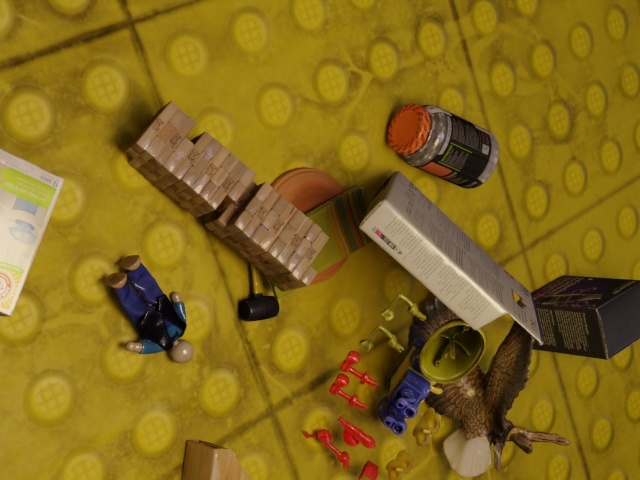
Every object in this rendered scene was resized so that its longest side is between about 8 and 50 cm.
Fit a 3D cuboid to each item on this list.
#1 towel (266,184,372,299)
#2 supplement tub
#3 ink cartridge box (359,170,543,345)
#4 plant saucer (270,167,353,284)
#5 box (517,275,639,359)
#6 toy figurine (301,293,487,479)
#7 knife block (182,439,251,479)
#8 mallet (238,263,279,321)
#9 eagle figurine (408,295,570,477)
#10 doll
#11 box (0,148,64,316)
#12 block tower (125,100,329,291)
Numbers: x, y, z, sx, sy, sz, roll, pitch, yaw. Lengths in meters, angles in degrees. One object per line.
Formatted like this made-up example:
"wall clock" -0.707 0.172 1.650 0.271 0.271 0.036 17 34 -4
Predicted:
"towel" 0.000 0.000 1.795 0.237 0.021 0.102 -32 108 -32
"supplement tub" 0.220 -0.173 1.950 0.190 0.117 0.117 20 78 -37
"ink cartridge box" 0.215 0.036 1.779 0.330 0.324 0.071 44 103 -2
"plant saucer" -0.015 -0.023 1.820 0.200 0.037 0.199 0 90 -38
"box" 0.519 0.147 2.125 0.153 0.207 0.108 -25 105 -35
"toy figurine" 0.144 0.212 1.849 0.191 0.362 0.217 30 27 3
"knife block" -0.180 0.481 1.665 0.242 0.088 0.275 -44 116 -29
"mallet" -0.099 0.037 1.760 0.062 0.039 0.189 3 84 -38
"eagle figurine" 0.297 0.255 1.962 0.226 0.225 0.298 -20 124 5
"doll" -0.253 0.116 1.633 0.129 0.046 0.189 -55 127 -34
"box" -0.444 -0.011 1.448 0.114 0.103 0.203 28 74 -34
"block tower" -0.138 -0.063 1.651 0.335 0.091 0.097 42 66 -16
